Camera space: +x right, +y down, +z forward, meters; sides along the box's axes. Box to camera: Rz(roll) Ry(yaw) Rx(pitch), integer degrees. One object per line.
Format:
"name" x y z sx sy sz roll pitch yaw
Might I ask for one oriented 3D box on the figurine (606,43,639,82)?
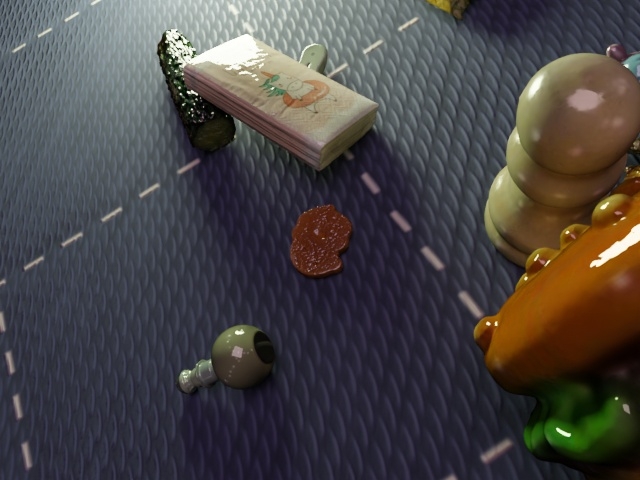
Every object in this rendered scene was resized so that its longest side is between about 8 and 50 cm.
"figurine" 0.554 -0.213 0.691 0.261 0.103 0.205 0 100 14

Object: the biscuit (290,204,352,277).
"biscuit" 0.000 0.000 0.774 0.102 0.019 0.130 2 65 17

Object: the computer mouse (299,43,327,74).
"computer mouse" -0.021 -0.338 0.946 0.056 0.032 0.110 20 81 25

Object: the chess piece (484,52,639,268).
"chess piece" 0.294 -0.093 0.576 0.167 0.299 0.166 -6 62 12

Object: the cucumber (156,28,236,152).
"cucumber" -0.274 -0.335 0.982 0.096 0.096 0.359 -29 61 1

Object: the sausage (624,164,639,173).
"sausage" 0.495 -0.106 0.687 0.101 0.015 0.015 -4 63 14

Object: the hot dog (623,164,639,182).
"hot dog" 0.522 -0.040 0.607 0.250 0.067 0.100 23 34 30

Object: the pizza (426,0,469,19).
"pizza" 0.309 -0.575 0.951 0.288 0.075 0.279 -19 64 4

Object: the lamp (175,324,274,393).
"lamp" -0.147 0.185 0.695 0.164 0.091 0.090 -26 59 19

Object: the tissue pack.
"tissue pack" -0.074 -0.261 0.853 0.326 0.071 0.170 35 57 20

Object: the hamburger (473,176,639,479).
"hamburger" 0.356 0.068 0.431 0.396 0.395 0.277 -35 70 -3

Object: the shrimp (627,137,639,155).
"shrimp" 0.414 -0.125 0.622 0.152 0.219 0.046 14 110 19
